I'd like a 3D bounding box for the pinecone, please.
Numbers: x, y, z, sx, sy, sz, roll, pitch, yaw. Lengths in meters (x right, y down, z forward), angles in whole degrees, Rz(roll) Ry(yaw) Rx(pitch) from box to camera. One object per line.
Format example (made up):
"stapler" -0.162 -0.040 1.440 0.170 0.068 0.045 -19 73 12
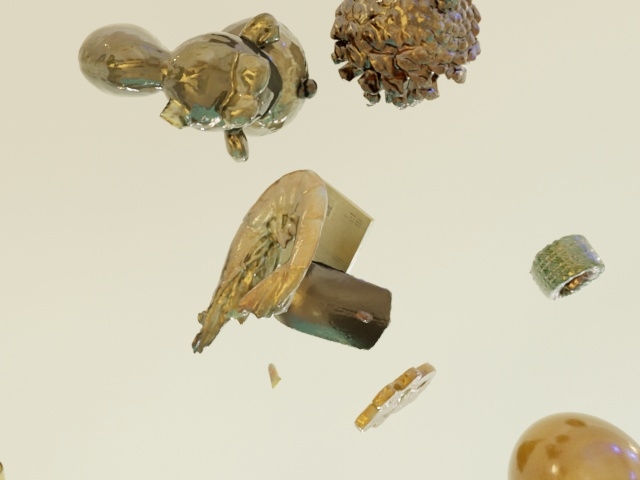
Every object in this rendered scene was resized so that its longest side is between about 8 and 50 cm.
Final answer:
"pinecone" 0.165 -0.406 1.178 0.296 0.298 0.242 -14 -10 28

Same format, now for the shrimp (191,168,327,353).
"shrimp" -0.059 0.031 0.690 0.059 0.145 0.254 37 -109 -40

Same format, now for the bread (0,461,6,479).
"bread" -0.646 0.411 1.048 0.102 0.246 0.094 -14 -67 -48

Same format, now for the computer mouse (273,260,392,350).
"computer mouse" 0.022 0.146 1.331 0.296 0.087 0.168 18 -89 1

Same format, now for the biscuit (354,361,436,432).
"biscuit" 0.167 0.327 1.248 0.249 0.035 0.184 -11 -41 -48

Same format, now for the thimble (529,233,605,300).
"thimble" 0.505 0.055 1.198 0.119 0.090 0.135 -14 -31 -16

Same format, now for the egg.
"egg" 0.458 0.455 0.990 0.251 0.322 0.250 -10 -32 -6

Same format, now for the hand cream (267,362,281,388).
"hand cream" -0.118 0.339 1.478 0.022 0.102 0.035 39 -87 -17

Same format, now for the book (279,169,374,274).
"book" 0.000 0.000 1.416 0.025 0.215 0.282 -22 -34 -48

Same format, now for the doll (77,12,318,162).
"doll" -0.192 -0.329 1.074 0.379 0.382 0.252 31 -70 2
